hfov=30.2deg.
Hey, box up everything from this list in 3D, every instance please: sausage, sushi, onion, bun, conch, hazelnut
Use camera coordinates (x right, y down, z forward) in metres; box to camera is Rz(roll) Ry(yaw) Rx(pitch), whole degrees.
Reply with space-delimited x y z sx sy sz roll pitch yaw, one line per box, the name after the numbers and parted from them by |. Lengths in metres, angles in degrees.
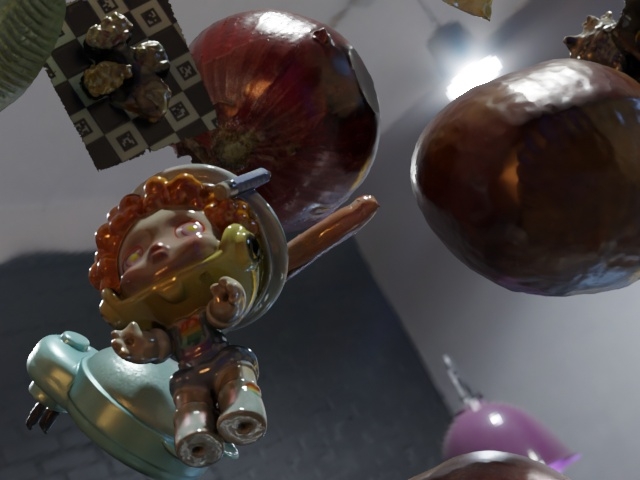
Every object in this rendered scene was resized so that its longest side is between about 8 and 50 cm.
-0.001 -0.001 1.520 0.176 0.040 0.047 -35 -11 5 | sausage
-0.230 -0.210 1.428 0.192 0.210 0.040 -24 -3 -28 | sushi
-0.066 -0.187 1.783 0.341 0.341 0.341 -26 -18 -9 | onion
-0.361 -0.229 1.243 0.221 0.108 0.221 -57 -4 -7 | bun
0.518 -0.312 1.984 0.240 0.186 0.313 20 -51 -22 | conch
0.339 -0.101 1.765 0.421 0.421 0.353 -22 -47 -21 | hazelnut

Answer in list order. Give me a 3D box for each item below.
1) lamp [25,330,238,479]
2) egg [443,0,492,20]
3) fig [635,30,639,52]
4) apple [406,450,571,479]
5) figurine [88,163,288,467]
-0.244 0.207 1.503 0.209 0.284 0.147 29 -103 -74 | lamp
0.141 -0.404 1.391 0.161 0.206 0.271 8 -19 5 | egg
0.465 -0.212 1.344 0.190 0.191 0.290 -33 -25 13 | fig
0.119 0.347 1.057 0.348 0.277 0.348 -23 -8 -4 | apple
-0.147 0.095 1.326 0.224 0.382 0.205 -19 -45 19 | figurine
